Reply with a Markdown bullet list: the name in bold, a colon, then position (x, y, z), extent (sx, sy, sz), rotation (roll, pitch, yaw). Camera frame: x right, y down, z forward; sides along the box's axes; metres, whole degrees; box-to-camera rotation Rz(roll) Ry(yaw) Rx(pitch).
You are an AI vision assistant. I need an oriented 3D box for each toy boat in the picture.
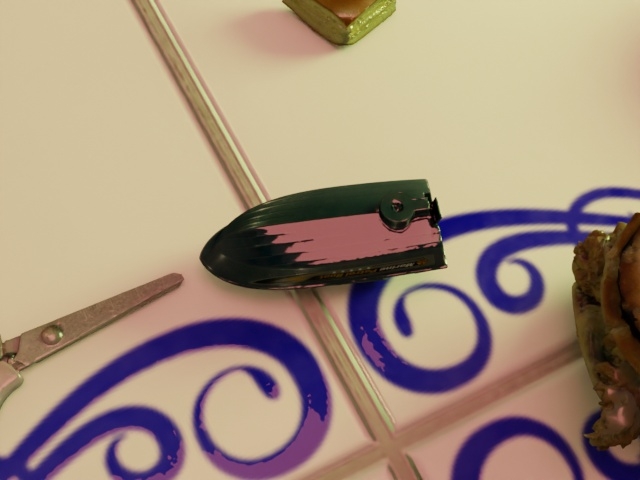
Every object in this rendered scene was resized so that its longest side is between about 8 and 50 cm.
- **toy boat**: position (0.000, 0.000, 0.526), extent (0.141, 0.060, 0.055), rotation (-8, 63, -5)

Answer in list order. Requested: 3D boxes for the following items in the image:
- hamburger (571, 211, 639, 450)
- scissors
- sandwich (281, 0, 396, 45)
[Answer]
- **hamburger**: position (0.207, 0.050, 0.492), extent (0.185, 0.131, 0.159), rotation (-37, 81, -18)
- **scissors**: position (-0.159, 0.059, 0.495), extent (0.189, 0.015, 0.100), rotation (-25, 69, -23)
- **sandwich**: position (0.016, -0.157, 0.627), extent (0.083, 0.031, 0.044), rotation (-3, 58, -7)
